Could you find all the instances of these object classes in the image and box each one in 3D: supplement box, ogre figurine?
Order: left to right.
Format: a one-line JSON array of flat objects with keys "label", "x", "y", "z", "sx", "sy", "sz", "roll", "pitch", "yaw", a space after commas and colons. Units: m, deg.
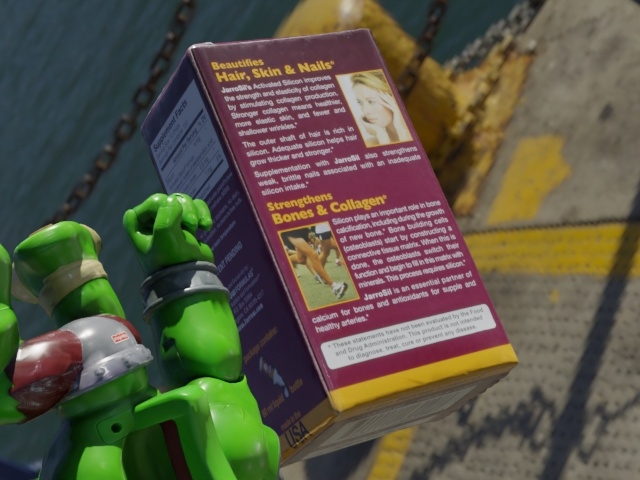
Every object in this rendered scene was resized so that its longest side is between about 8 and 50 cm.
[{"label": "ogre figurine", "x": -0.082, "y": 0.056, "z": 0.481, "sx": 0.097, "sy": 0.118, "sz": 0.197, "roll": -33, "pitch": -6, "yaw": 16}, {"label": "supplement box", "x": 0.000, "y": 0.000, "z": 0.706, "sx": 0.081, "sy": 0.104, "sz": 0.188, "roll": -47, "pitch": 60, "yaw": 53}]
